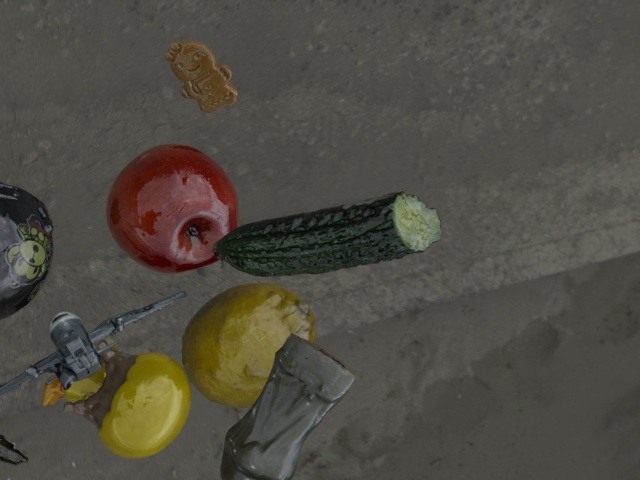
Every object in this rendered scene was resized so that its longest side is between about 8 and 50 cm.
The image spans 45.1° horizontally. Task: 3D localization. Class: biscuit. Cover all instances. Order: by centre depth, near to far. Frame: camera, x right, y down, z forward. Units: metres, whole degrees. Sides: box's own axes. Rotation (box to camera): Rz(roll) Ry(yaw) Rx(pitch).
[{"bbox_3d":[-0.267,-0.373,1.748,0.133,0.027,0.184,-10,126,15],"label":"biscuit"}]

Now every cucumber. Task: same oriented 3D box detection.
[{"bbox_3d":[0.000,0.002,0.872,0.077,0.265,0.077,35,49,-54],"label":"cucumber"}]

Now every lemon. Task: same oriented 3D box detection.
[{"bbox_3d":[-0.154,0.231,1.709,0.316,0.285,0.285,-4,93,16],"label":"lemon"}]

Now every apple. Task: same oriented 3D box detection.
[{"bbox_3d":[-0.286,-0.055,1.534,0.260,0.216,0.260,-20,129,-27],"label":"apple"}]

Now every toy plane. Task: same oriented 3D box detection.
[{"bbox_3d":[-0.212,0.093,0.667,0.226,0.226,0.058,-30,92,-20],"label":"toy plane"}]

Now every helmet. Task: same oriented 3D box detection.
[{"bbox_3d":[-0.523,0.045,1.134,0.279,0.230,0.160,-26,61,-7],"label":"helmet"}]

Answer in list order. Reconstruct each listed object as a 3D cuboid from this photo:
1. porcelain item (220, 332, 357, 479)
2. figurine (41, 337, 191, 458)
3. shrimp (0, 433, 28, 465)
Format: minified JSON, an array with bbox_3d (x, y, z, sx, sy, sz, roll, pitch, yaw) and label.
[{"bbox_3d":[-0.054,0.198,0.753,0.081,0.069,0.216,33,83,4],"label":"porcelain item"},{"bbox_3d":[-0.422,0.317,1.588,0.187,0.343,0.215,31,72,-56],"label":"figurine"},{"bbox_3d":[-0.754,0.314,1.542,0.272,0.085,0.445,-38,112,22],"label":"shrimp"}]
